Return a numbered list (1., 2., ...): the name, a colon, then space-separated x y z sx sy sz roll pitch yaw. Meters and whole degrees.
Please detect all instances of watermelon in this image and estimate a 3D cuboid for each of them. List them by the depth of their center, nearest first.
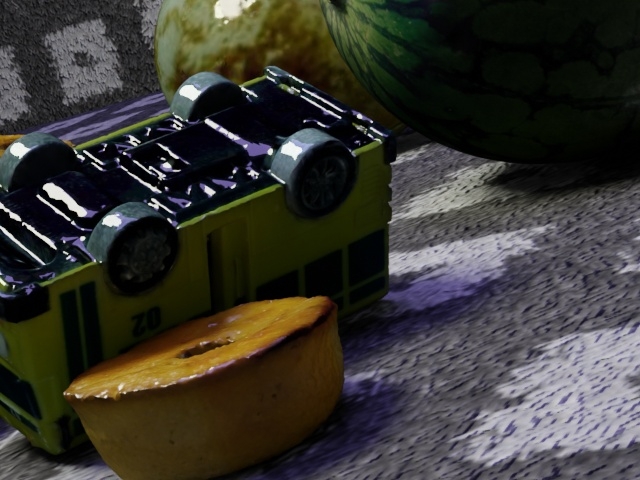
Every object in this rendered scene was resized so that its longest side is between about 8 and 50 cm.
1. watermelon: 0.169 -0.219 1.212 0.363 0.363 0.363 -18 11 3

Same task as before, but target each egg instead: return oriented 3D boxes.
1. egg: -0.019 -0.182 1.608 0.289 0.238 0.238 11 20 16

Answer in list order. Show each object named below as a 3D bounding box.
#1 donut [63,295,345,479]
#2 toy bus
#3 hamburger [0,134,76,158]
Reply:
1. donut: -0.053 0.074 0.824 0.152 0.058 0.152 -17 10 3
2. toy bus: -0.091 0.010 0.958 0.262 0.150 0.128 -24 39 -31
3. hamburger: -0.305 0.007 1.328 0.244 0.163 0.244 -10 9 2
